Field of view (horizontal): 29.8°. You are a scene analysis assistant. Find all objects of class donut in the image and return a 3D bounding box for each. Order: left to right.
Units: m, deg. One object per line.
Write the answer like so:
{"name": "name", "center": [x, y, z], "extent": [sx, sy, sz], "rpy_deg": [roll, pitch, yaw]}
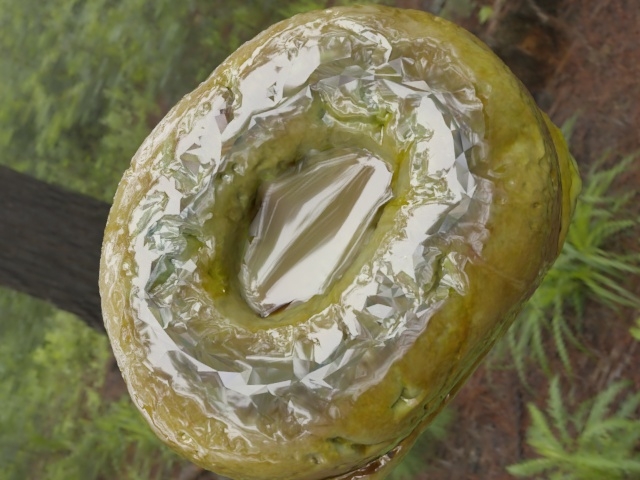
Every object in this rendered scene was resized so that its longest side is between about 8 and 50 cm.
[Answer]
{"name": "donut", "center": [0.000, 0.000, 0.617], "extent": [0.261, 0.208, 0.128], "rpy_deg": [-56, -14, -3]}
